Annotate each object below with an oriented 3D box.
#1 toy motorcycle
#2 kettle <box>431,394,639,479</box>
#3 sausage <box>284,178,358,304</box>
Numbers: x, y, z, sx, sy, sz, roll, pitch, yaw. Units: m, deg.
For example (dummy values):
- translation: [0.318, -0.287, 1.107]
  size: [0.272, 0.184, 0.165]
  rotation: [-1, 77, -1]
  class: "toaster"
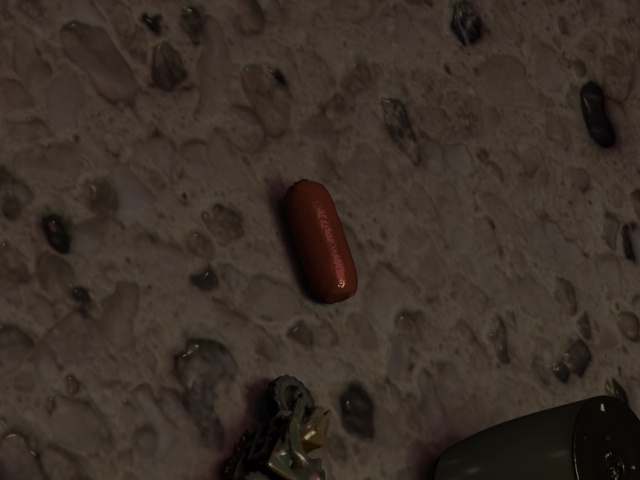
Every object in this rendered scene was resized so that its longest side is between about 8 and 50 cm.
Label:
- translation: [-0.032, 0.254, 1.942]
  size: [0.130, 0.094, 0.229]
  rotation: [43, 34, -18]
  class: "toy motorcycle"
- translation: [0.238, 0.298, 2.022]
  size: [0.161, 0.236, 0.221]
  rotation: [50, 45, -22]
  class: "kettle"
- translation: [0.000, 0.000, 2.118]
  size: [0.062, 0.062, 0.154]
  rotation: [-6, 71, -40]
  class: "sausage"
